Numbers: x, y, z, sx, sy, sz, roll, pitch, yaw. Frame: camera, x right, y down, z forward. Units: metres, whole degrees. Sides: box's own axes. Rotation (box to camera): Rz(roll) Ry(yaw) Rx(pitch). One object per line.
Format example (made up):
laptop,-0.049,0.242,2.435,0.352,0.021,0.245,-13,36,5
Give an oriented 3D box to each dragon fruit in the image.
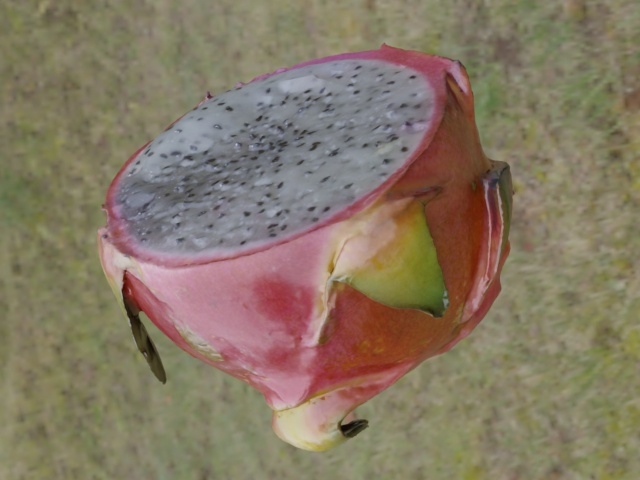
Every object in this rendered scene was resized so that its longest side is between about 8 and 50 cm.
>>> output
dragon fruit,0.000,0.000,1.015,0.291,0.291,0.189,22,144,47
